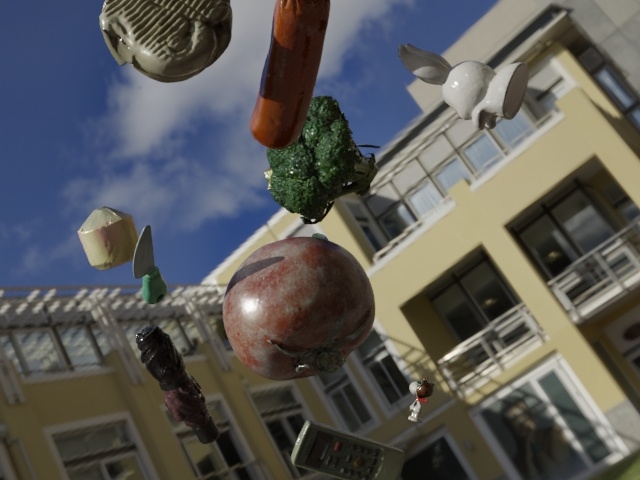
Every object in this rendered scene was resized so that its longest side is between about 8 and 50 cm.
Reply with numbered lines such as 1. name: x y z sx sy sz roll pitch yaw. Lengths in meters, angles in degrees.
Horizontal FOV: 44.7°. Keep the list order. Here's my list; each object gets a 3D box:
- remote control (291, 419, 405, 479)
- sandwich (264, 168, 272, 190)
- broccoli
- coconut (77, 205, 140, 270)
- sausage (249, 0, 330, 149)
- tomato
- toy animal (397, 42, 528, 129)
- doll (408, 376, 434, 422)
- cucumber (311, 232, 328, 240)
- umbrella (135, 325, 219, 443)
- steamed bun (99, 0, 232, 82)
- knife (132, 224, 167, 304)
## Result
1. remote control: 0.074 0.552 1.979 0.038 0.286 0.123 -128 61 -76
2. sandwich: -0.052 -0.216 2.417 0.245 0.090 0.088 -19 -21 25
3. broccoli: 0.010 -0.207 1.927 0.284 0.321 0.304 11 -30 -32
4. coconut: -0.524 -0.010 1.943 0.147 0.152 0.147 -21 8 3
5. sausage: -0.054 -0.287 1.357 0.097 0.093 0.348 -3 -36 -19
6. tomato: -0.045 0.146 1.607 0.317 0.282 0.316 -20 -34 -14
7. toy animal: 0.229 -0.263 1.330 0.104 0.221 0.130 -41 -37 -49
8. doll: 0.192 0.309 1.506 0.040 0.085 0.058 16 -24 -27
9. cucumber: 0.000 0.000 2.035 0.037 0.037 0.155 -30 12 -4
10. umbrella: -0.330 0.340 1.803 0.094 0.325 0.090 -23 18 3
11. steamed bun: -0.260 -0.351 1.293 0.211 0.218 0.144 -57 -6 -26
12. knife: -0.346 0.054 1.541 0.063 0.035 0.260 -40 -23 -24
